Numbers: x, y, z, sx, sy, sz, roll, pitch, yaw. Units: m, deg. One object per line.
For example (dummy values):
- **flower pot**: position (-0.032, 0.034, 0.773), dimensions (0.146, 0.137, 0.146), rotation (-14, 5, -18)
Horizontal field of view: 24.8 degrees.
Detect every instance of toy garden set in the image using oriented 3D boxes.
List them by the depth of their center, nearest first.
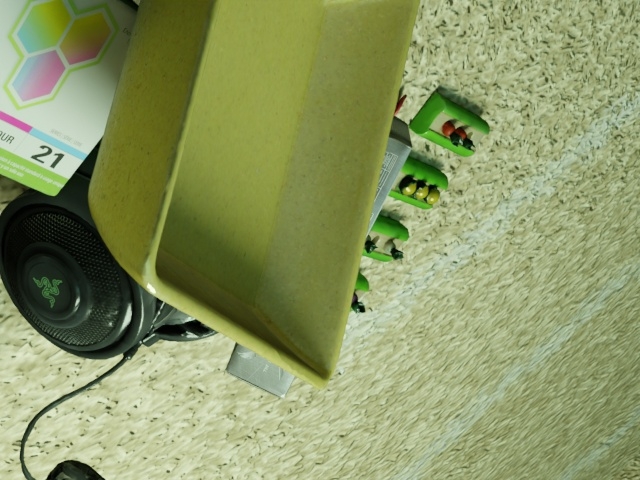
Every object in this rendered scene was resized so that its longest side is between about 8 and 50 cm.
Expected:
- **toy garden set**: position (0.054, -0.030, 1.389), dimensions (0.244, 0.049, 0.204), rotation (-53, 151, 12)

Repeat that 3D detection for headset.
- **headset**: position (-0.111, 0.026, 1.065), dimensions (0.243, 0.185, 0.394), rotation (-4, 117, -66)

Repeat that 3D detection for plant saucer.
- **plant saucer**: position (-0.041, -0.094, 0.958), dimensions (0.333, 0.081, 0.333), rotation (42, 58, -66)

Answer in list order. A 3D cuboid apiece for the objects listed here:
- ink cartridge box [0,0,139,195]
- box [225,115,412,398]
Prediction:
- **ink cartridge box**: position (-0.159, -0.174, 0.867), dimensions (0.255, 0.097, 0.189), rotation (-50, 152, 7)
- **box**: position (0.000, 0.000, 1.220), dimensions (0.231, 0.056, 0.183), rotation (-63, -178, 11)
